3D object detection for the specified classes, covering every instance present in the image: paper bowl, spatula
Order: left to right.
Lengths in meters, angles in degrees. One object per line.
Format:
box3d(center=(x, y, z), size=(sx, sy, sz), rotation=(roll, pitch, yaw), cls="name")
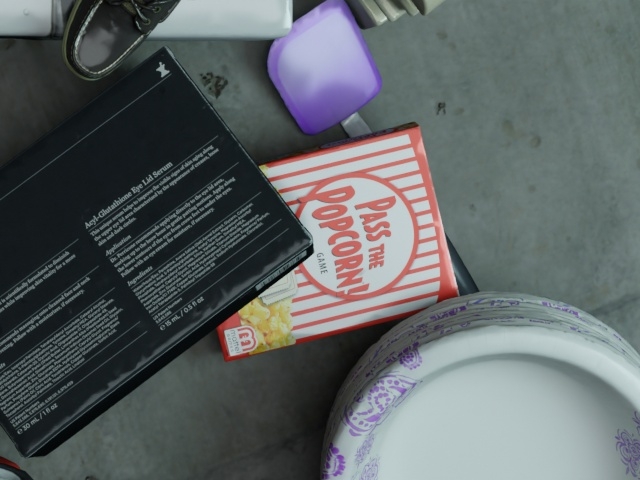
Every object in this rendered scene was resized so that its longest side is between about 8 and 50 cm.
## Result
box3d(center=(0.054, -0.052, 1.560), size=(0.084, 0.030, 0.296), rotation=(-34, 103, -9), cls="spatula")
box3d(center=(0.140, 0.179, 1.520), size=(0.284, 0.148, 0.284), rotation=(0, 107, -1), cls="paper bowl")

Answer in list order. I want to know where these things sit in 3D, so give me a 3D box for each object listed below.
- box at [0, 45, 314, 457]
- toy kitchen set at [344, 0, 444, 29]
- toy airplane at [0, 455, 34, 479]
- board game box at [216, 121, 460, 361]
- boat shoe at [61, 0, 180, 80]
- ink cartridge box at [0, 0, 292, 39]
box3d(center=(-0.161, 0.011, 1.431), size=(0.261, 0.103, 0.184), rotation=(-36, 86, -3), cls="box")
box3d(center=(0.057, -0.266, 1.453), size=(0.122, 0.207, 0.166), rotation=(-38, 101, -10), cls="toy kitchen set")
box3d(center=(-0.420, 0.186, 1.326), size=(0.386, 0.272, 0.384), rotation=(-44, 137, -22), cls="toy airplane")
box3d(center=(0.000, 0.000, 1.522), size=(0.193, 0.045, 0.146), rotation=(-15, 99, -1), cls="board game box")
box3d(center=(-0.123, -0.175, 1.321), size=(0.056, 0.049, 0.152), rotation=(35, 88, -19), cls="boat shoe")
box3d(center=(-0.223, -0.288, 1.392), size=(0.395, 0.166, 0.285), rotation=(-1, 96, -16), cls="ink cartridge box")
